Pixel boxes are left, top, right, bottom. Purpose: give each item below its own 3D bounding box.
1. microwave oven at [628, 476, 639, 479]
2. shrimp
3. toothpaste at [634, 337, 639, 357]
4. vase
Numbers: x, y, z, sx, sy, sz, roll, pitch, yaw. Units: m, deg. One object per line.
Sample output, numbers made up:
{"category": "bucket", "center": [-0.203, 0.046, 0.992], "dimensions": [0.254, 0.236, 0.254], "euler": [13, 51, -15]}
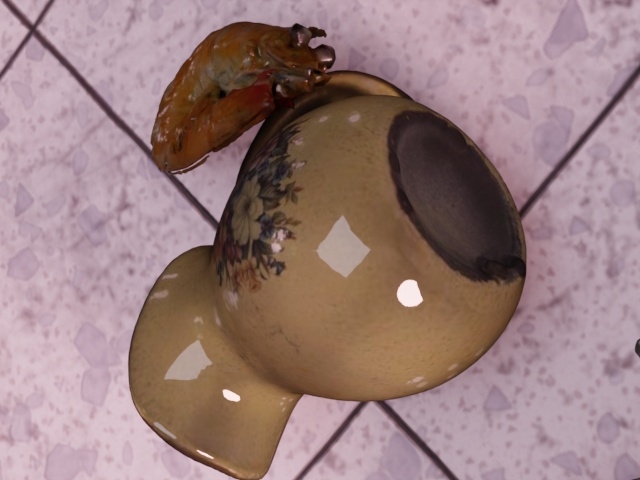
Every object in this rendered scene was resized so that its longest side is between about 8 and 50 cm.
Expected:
{"category": "microwave oven", "center": [0.255, 0.333, 1.344], "dimensions": [0.181, 0.237, 0.295], "euler": [2, 91, 31]}
{"category": "shrimp", "center": [-0.068, -0.125, 1.555], "dimensions": [0.294, 0.062, 0.154], "euler": [-8, 53, 64]}
{"category": "toothpaste", "center": [0.360, 0.142, 1.390], "dimensions": [0.268, 0.047, 0.069], "euler": [37, 75, 22]}
{"category": "vase", "center": [0.000, 0.000, 1.522], "dimensions": [0.302, 0.241, 0.329], "euler": [-35, 43, 34]}
